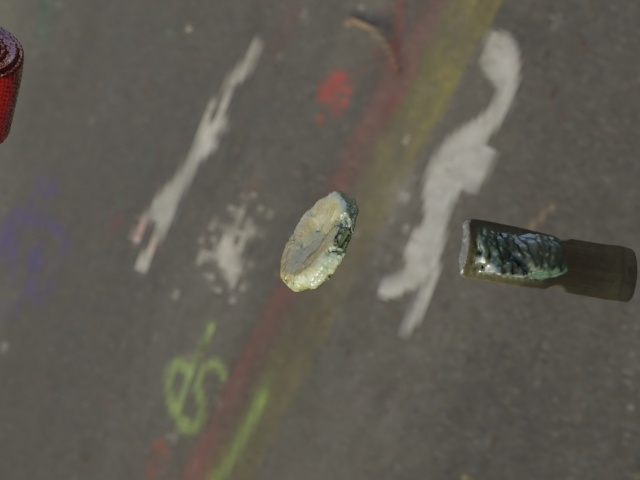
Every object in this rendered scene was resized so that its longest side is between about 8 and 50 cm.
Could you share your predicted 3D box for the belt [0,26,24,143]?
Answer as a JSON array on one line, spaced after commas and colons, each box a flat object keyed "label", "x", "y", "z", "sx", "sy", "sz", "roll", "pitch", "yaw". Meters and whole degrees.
[{"label": "belt", "x": -0.398, "y": -0.172, "z": 1.783, "sx": 0.128, "sy": 0.201, "sz": 0.124, "roll": -99, "pitch": 24, "yaw": -50}]

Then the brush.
[{"label": "brush", "x": 0.140, "y": 0.013, "z": 1.017, "sx": 0.028, "sy": 0.190, "sz": 0.034, "roll": 3, "pitch": 86, "yaw": 37}]

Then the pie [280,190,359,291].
[{"label": "pie", "x": 0.000, "y": 0.000, "z": 1.346, "sx": 0.084, "sy": 0.020, "sz": 0.084, "roll": -42, "pitch": 29, "yaw": 31}]
